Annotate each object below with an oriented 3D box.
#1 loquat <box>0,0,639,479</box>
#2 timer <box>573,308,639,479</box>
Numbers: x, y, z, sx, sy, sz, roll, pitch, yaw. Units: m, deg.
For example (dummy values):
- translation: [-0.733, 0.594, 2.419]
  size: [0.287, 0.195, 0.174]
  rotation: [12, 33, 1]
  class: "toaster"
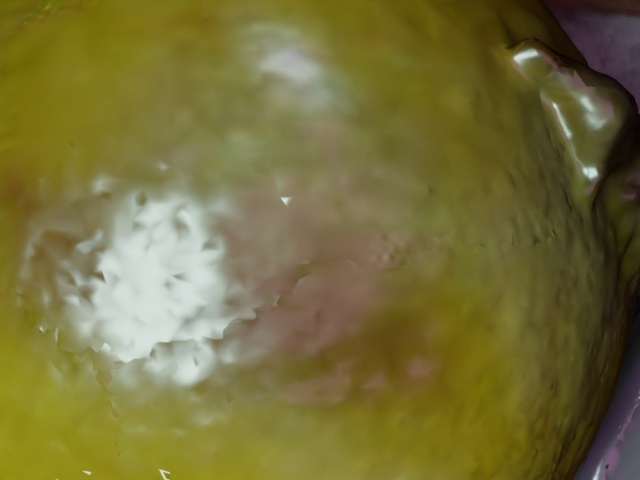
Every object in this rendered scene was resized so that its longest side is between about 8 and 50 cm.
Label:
- translation: [0.000, 0.000, 0.695]
  size: [0.359, 0.328, 0.328]
  rotation: [-13, 96, 13]
  class: "loquat"
- translation: [0.234, 0.125, 0.927]
  size: [0.208, 0.069, 0.191]
  rotation: [33, 81, -16]
  class: "timer"
